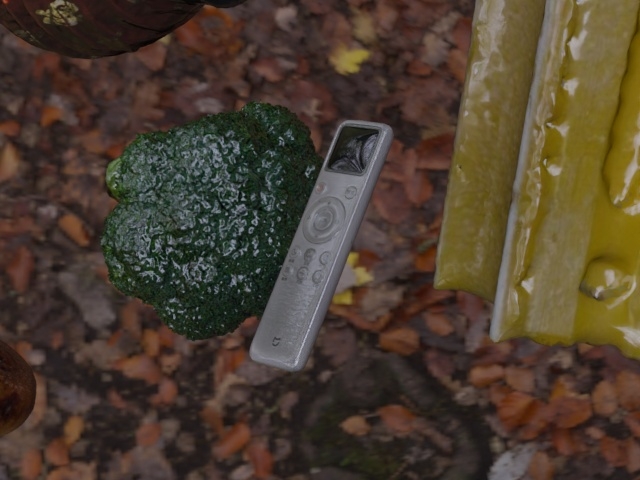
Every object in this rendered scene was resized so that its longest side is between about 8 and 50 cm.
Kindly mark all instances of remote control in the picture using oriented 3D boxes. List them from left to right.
[{"bbox_3d":[0.000,0.000,1.333,0.067,0.029,0.261,11,73,40],"label":"remote control"}]

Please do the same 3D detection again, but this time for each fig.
[{"bbox_3d":[-0.453,0.217,1.730,0.146,0.134,0.201,36,95,-7],"label":"fig"}]

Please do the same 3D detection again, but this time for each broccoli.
[{"bbox_3d":[-0.126,-0.038,1.619,0.297,0.297,0.298,36,106,49],"label":"broccoli"}]

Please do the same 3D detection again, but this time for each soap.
[{"bbox_3d":[0.242,-0.092,0.897,0.156,0.293,0.335,-135,49,-65],"label":"soap"}]

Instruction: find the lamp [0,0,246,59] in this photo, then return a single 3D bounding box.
[{"bbox_3d":[-0.139,-0.231,0.848,0.247,0.247,0.247,-2,86,30],"label":"lamp"}]
